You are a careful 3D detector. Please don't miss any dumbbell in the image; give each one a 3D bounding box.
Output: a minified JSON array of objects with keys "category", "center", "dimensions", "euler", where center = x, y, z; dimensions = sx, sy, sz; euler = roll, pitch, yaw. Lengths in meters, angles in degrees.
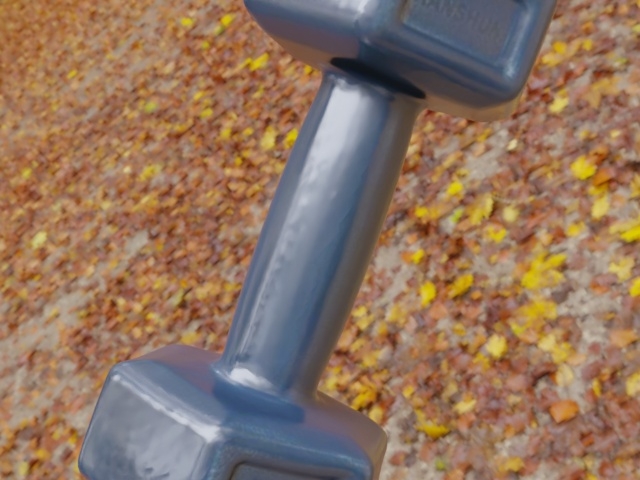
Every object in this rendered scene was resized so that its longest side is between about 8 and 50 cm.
[{"category":"dumbbell","center":[-0.001,0.000,0.459],"dimensions":[0.156,0.144,0.316],"euler":[24,95,38]}]
